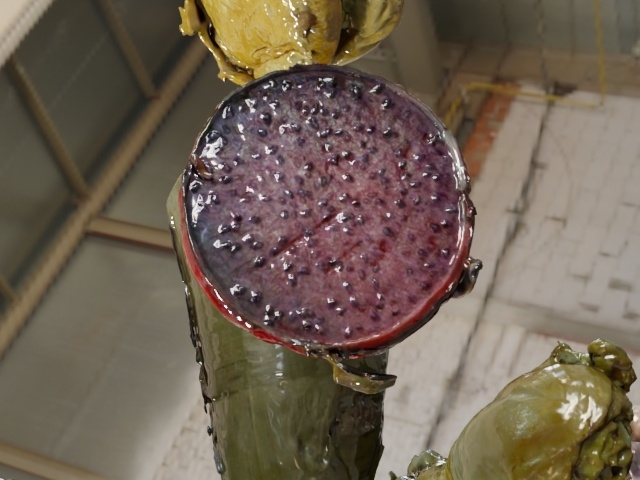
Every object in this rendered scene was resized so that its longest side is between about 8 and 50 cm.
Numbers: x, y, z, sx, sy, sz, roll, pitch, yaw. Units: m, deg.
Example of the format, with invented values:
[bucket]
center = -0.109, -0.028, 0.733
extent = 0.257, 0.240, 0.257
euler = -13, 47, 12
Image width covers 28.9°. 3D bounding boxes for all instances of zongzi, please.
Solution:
[zongzi]
center = 0.011, 0.112, 1.259
extent = 0.393, 0.174, 0.356
euler = 20, -120, -65

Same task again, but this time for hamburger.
[hamburger]
center = -0.055, -0.308, 1.306
extent = 0.158, 0.319, 0.318
euler = -32, -50, -29

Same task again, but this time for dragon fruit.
[dragon fruit]
center = 0.000, -0.004, 0.930
extent = 0.218, 0.224, 0.148
euler = -48, -5, -21

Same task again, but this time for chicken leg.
[chicken leg]
center = 0.192, 0.251, 1.367
extent = 0.153, 0.429, 0.201
euler = -10, -106, -27

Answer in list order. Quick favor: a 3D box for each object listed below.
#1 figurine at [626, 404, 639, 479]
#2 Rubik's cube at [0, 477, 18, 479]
[figurine]
center = 0.396, 0.240, 1.305
extent = 0.133, 0.200, 0.276
euler = -39, -3, -8
[Rubik's cube]
center = -0.293, 0.387, 1.039
extent = 0.292, 0.287, 0.293
euler = -55, -29, -72
